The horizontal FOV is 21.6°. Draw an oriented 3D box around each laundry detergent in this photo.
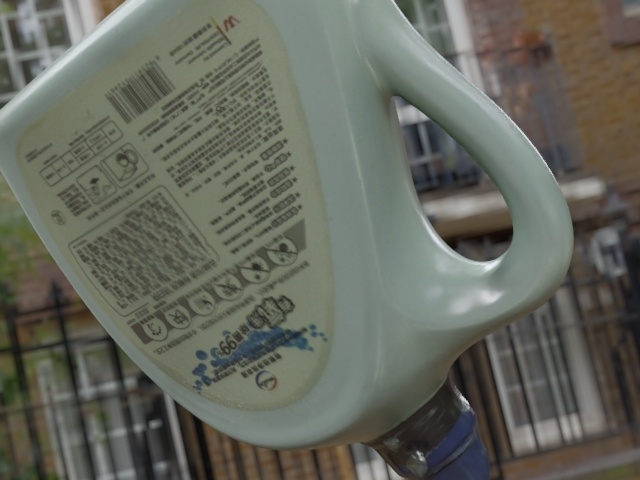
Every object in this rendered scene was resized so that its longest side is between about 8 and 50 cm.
[{"bbox_3d":[0.000,0.000,0.775,0.215,0.280,0.105,-36,8,23],"label":"laundry detergent"}]
